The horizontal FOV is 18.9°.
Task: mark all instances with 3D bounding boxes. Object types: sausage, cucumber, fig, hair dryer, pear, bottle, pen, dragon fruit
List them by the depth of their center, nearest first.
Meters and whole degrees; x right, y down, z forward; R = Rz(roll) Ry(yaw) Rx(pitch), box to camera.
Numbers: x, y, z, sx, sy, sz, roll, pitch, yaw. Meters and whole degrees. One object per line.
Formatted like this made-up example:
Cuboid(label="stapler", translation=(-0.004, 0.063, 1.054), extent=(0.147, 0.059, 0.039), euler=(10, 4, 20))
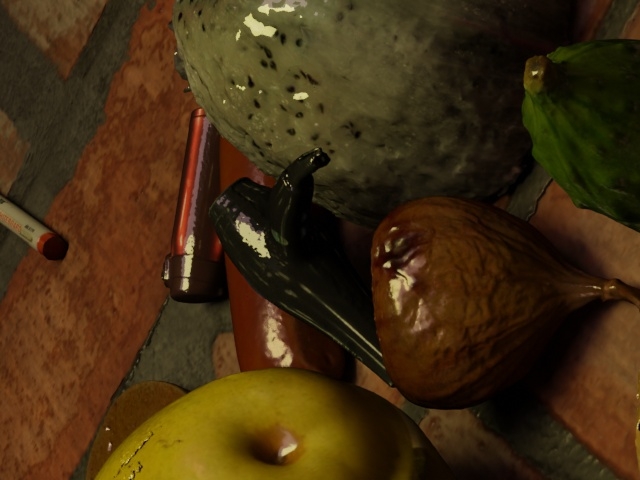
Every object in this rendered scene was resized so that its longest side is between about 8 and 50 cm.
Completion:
Cuboid(label="cucumber", translation=(0.196, -0.064, 1.116), extent=(0.134, 0.244, 0.134), euler=(-17, 66, 42))
Cuboid(label="fig", translation=(0.131, 0.029, 1.284), extent=(0.201, 0.134, 0.146), euler=(-15, 94, 25))
Cuboid(label="pear", translation=(-0.032, 0.244, 1.289), extent=(0.336, 0.284, 0.285), euler=(104, 162, -59))
Cuboid(label="hair dryer", translation=(0.000, 0.000, 1.351), extent=(0.075, 0.219, 0.195), euler=(-42, 74, -19))
Cuboid(label="dragon fruit", translation=(0.037, -0.156, 1.382), extent=(0.204, 0.221, 0.283), euler=(33, 100, 59))
Cuboid(label="sausage", translation=(-0.036, 0.004, 1.520), extent=(0.089, 0.083, 0.300), euler=(-25, 58, 36))
Cuboid(label="bottle", translation=(-0.097, -0.027, 1.632), extent=(0.060, 0.060, 0.164), euler=(-7, 71, 51))
Cuboid(label="pen", translation=(-0.318, -0.027, 1.947), extent=(0.239, 0.028, 0.028), euler=(30, 100, 52))

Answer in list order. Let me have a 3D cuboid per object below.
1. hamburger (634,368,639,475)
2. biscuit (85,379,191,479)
Cuboid(label="hamburger", translation=(0.273, 0.095, 1.069), extent=(0.213, 0.108, 0.214), euler=(-27, 52, 40))
Cuboid(label="biscuit", translation=(-0.126, 0.212, 1.581), extent=(0.181, 0.049, 0.208), euler=(-57, 39, 21))
